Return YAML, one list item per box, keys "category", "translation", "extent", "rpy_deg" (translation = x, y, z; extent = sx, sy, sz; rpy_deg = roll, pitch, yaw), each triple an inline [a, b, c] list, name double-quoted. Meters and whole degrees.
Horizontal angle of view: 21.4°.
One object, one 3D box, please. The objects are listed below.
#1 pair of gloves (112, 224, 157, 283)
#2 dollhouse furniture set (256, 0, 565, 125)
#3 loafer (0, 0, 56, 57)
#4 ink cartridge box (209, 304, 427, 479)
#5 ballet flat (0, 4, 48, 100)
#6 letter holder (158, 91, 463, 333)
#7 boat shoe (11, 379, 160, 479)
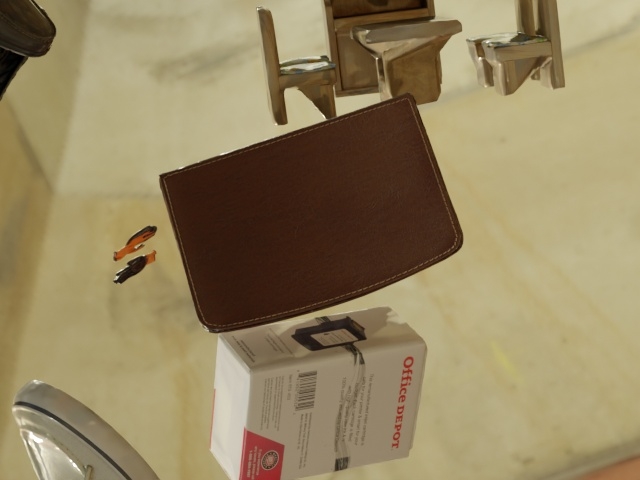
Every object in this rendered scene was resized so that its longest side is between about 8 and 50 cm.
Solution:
- category: "pair of gloves"
  translation: [-0.239, 0.018, 2.175]
  extent: [0.010, 0.083, 0.074]
  rpy_deg: [39, -125, 22]
- category: "dollhouse furniture set"
  translation: [0.093, -0.313, 2.217]
  extent: [0.362, 0.256, 0.394]
  rpy_deg: [-8, -171, -3]
- category: "loafer"
  translation: [-0.262, -0.207, 1.270]
  extent: [0.061, 0.170, 0.062]
  rpy_deg: [-41, -162, 30]
- category: "ink cartridge box"
  translation: [-0.004, 0.188, 2.049]
  extent: [0.237, 0.172, 0.100]
  rpy_deg: [-8, -150, -26]
- category: "ballet flat"
  translation: [-0.297, -0.139, 1.488]
  extent: [0.049, 0.057, 0.173]
  rpy_deg: [15, -105, 44]
- category: "letter holder"
  translation: [0.000, 0.000, 1.909]
  extent: [0.302, 0.152, 0.214]
  rpy_deg: [-19, -115, 1]
- category: "boat shoe"
  translation: [-0.257, 0.328, 1.904]
  extent: [0.136, 0.367, 0.156]
  rpy_deg: [6, -133, 44]
